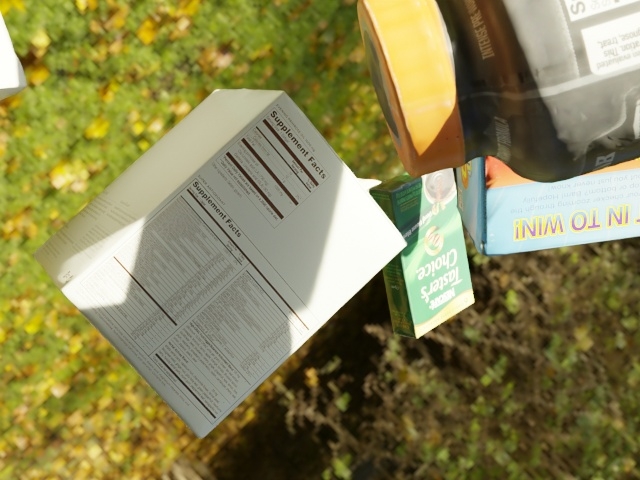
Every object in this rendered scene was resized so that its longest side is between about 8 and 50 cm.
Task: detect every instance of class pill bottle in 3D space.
[{"bbox_3d":[0.143,-0.104,0.548,0.245,0.130,0.130,-17,168,1],"label":"pill bottle"}]

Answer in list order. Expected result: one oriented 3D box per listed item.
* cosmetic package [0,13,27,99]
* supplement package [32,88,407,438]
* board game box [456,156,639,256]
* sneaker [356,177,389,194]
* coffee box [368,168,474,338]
[{"bbox_3d":[-0.486,-0.146,0.950,0.453,0.230,0.161,-17,-176,21],"label":"cosmetic package"},{"bbox_3d":[-0.083,0.007,0.903,0.203,0.149,0.194,-43,-162,-9],"label":"supplement package"},{"bbox_3d":[0.245,-0.158,0.820,0.086,0.308,0.302,-107,-169,-62],"label":"board game box"},{"bbox_3d":[0.000,0.000,1.647,0.292,0.118,0.110,-35,133,-37],"label":"sneaker"},{"bbox_3d":[0.120,0.009,1.396,0.113,0.184,0.040,-26,-156,-39],"label":"coffee box"}]
